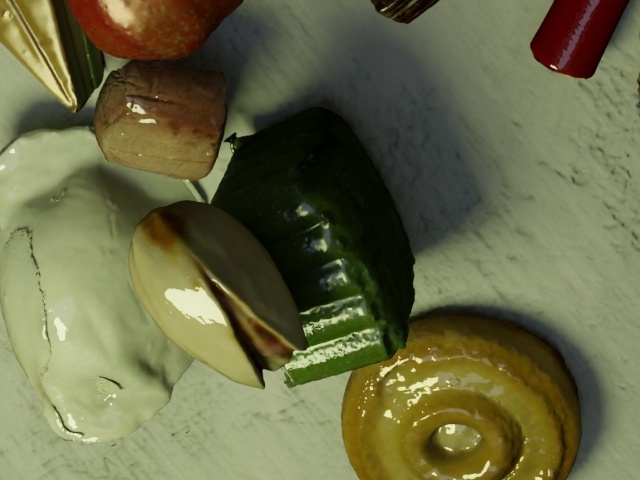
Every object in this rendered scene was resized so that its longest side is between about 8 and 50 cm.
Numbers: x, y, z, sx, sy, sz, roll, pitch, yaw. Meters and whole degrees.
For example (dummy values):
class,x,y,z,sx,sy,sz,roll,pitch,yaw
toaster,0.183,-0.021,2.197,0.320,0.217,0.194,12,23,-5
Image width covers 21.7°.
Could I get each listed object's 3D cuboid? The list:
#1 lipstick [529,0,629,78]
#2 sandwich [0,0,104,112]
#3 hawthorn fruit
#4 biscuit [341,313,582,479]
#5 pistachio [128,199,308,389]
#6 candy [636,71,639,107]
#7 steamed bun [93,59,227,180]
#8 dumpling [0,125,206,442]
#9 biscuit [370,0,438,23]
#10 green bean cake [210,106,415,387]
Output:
class,x,y,z,sx,sy,sz,roll,pitch,yaw
lipstick,0.301,-0.284,1.743,0.080,0.080,0.241,22,119,-3
sandwich,-0.275,-0.262,1.822,0.144,0.117,0.187,-38,105,27
hawthorn fruit,-0.192,-0.312,1.729,0.205,0.205,0.253,-21,127,18
biscuit,0.168,0.226,2.017,0.296,0.102,0.296,3,119,5
pistachio,-0.102,0.052,1.665,0.144,0.144,0.215,-36,106,23
candy,0.499,-0.204,1.723,0.179,0.135,0.321,38,117,-13
steamed bun,-0.176,-0.140,1.848,0.144,0.106,0.175,13,159,-12
dumpling,-0.244,0.047,1.945,0.260,0.181,0.341,-13,74,-14
biscuit,0.197,-0.370,1.694,0.388,0.073,0.107,-35,70,23
green bean cake,0.000,0.000,1.838,0.156,0.250,0.247,-20,111,19
